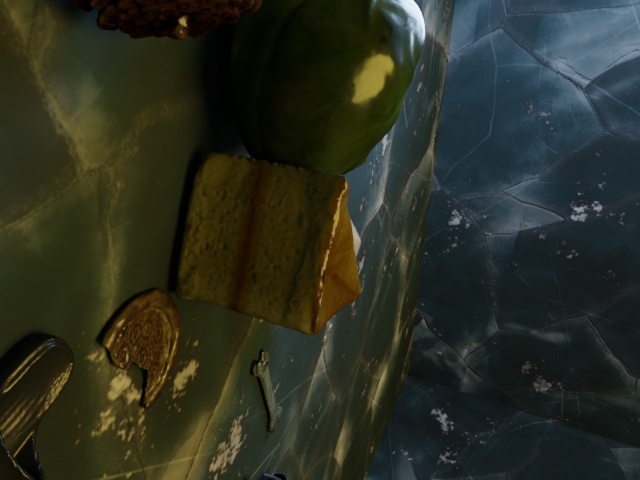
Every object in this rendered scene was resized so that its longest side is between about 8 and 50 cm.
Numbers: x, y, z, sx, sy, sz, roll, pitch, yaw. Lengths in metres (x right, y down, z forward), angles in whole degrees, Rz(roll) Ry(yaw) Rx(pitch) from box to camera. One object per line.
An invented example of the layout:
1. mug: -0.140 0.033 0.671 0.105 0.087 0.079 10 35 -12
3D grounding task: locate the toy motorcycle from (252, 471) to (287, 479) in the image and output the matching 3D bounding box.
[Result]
1. toy motorcycle: -0.130 0.615 1.375 0.122 0.080 0.215 -68 155 -22

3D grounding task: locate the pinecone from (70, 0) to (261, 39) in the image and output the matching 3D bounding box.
1. pinecone: -0.150 -0.291 0.546 0.208 0.207 0.208 14 90 -71

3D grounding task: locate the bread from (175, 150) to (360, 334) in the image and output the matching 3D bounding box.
1. bread: -0.049 0.007 0.968 0.361 0.233 0.245 -2 104 -75

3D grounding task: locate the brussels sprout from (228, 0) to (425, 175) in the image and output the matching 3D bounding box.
1. brussels sprout: 0.016 -0.273 0.869 0.315 0.275 0.371 89 23 -45

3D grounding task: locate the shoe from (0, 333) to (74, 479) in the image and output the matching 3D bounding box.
1. shoe: -0.314 0.208 0.571 0.108 0.093 0.241 82 27 -49

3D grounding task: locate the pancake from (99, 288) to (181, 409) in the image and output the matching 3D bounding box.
1. pancake: -0.252 0.158 0.811 0.190 0.020 0.184 20 86 -70

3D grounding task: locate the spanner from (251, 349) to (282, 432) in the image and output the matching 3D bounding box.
1. spanner: -0.118 0.352 1.317 0.302 0.017 0.071 85 27 -44

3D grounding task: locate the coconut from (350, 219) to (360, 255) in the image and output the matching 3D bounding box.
1. coconut: 0.000 0.000 1.186 0.171 0.170 0.183 11 96 -70
